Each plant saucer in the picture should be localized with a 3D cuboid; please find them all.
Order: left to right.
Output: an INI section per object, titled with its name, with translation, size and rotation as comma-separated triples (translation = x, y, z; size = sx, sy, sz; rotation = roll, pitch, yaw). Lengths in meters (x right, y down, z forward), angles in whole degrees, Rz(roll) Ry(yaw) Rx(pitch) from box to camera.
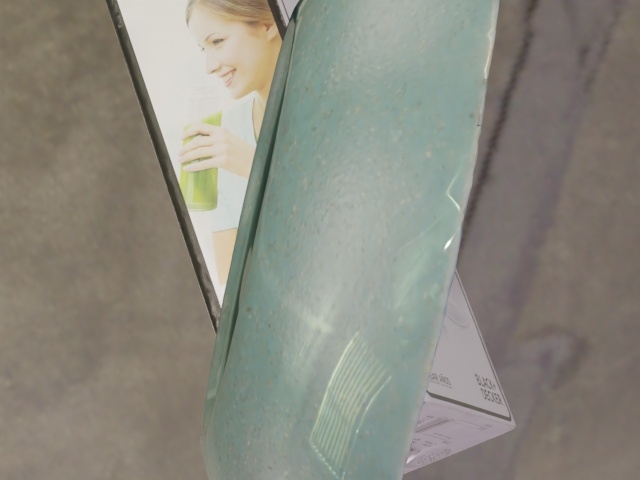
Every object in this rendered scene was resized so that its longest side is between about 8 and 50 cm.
[plant saucer]
translation = 0.000, 0.000, 0.420
size = 0.037, 0.195, 0.195
rotation = 13, 134, -4

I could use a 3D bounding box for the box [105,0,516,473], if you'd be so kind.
[box]
translation = -0.009, -0.029, 0.890
size = 0.087, 0.290, 0.169
rotation = -24, 164, 15
